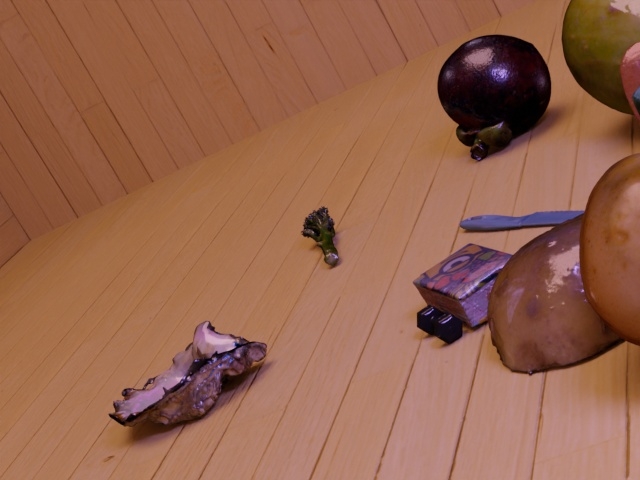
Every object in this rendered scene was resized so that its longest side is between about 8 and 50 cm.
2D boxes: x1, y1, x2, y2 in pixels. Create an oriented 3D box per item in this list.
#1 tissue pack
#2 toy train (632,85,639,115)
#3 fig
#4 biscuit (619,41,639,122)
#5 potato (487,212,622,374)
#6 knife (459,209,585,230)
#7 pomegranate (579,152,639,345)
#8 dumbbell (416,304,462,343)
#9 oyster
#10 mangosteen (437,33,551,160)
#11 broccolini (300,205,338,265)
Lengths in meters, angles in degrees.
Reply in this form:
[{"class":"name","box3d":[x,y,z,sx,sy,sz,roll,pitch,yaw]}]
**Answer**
[{"class":"tissue pack","box3d":[0.206,0.058,1.709,0.108,0.060,0.148,-34,17,-13]},{"class":"toy train","box3d":[0.541,-0.176,1.569,0.238,0.167,0.299,-46,31,-18]},{"class":"fig","box3d":[0.528,-0.310,1.974,0.258,0.258,0.326,-31,33,-8]},{"class":"biscuit","box3d":[0.535,-0.226,1.815,0.192,0.186,0.036,-27,-15,14]},{"class":"potato","box3d":[0.302,0.034,1.532,0.239,0.116,0.299,-20,16,47]},{"class":"knife","box3d":[0.315,-0.031,1.900,0.044,0.019,0.313,-34,17,-28]},{"class":"pomegranate","box3d":[0.366,0.011,1.283,0.233,0.233,0.233,-27,15,8]},{"class":"dumbbell","box3d":[0.157,0.110,1.677,0.036,0.040,0.083,-1,7,-18]},{"class":"oyster","box3d":[-0.203,0.208,1.937,0.259,0.092,0.198,-37,14,8]},{"class":"mangosteen","box3d":[0.322,-0.271,2.348,0.216,0.216,0.216,-27,15,8]},{"class":"broccolini","box3d":[0.000,-0.002,2.298,0.216,0.058,0.067,-96,29,-70]}]
